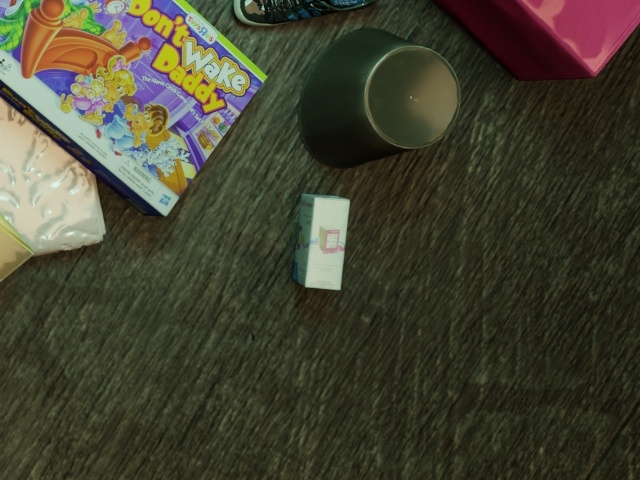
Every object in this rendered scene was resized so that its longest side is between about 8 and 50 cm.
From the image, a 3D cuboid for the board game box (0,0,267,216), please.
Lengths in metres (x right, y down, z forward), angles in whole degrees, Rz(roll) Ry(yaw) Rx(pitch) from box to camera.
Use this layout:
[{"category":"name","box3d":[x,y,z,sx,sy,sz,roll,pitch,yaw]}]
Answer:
[{"category":"board game box","box3d":[-0.268,-0.226,1.819,0.347,0.078,0.233,41,74,-23]}]

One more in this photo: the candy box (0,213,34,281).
[{"category":"candy box","box3d":[-0.517,-0.047,1.741,0.183,0.087,0.316,-42,104,-10]}]

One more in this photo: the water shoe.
[{"category":"water shoe","box3d":[-0.014,-0.330,1.922,0.203,0.080,0.073,-13,98,-15]}]

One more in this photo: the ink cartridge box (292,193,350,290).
[{"category":"ink cartridge box","box3d":[0.000,0.000,1.953,0.052,0.088,0.122,7,93,-14]}]

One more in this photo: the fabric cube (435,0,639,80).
[{"category":"fabric cube","box3d":[0.298,-0.389,1.919,0.258,0.254,0.259,41,84,-14]}]

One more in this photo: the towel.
[{"category":"towel","box3d":[-0.460,-0.119,1.827,0.332,0.053,0.317,-12,97,-15]}]

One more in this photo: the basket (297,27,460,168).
[{"category":"basket","box3d":[0.081,-0.184,1.887,0.154,0.227,0.204,30,87,-17]}]
